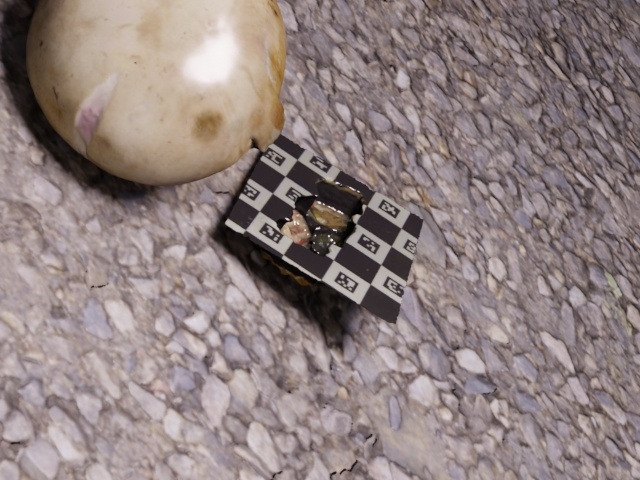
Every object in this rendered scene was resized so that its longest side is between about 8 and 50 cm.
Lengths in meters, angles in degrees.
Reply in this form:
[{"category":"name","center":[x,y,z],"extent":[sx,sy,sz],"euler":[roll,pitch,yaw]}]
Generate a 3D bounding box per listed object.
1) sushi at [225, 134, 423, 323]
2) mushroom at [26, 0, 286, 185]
[{"category":"sushi","center":[0.000,0.000,1.720],"extent":[0.192,0.050,0.215],"euler":[31,31,-5]},{"category":"mushroom","center":[-0.146,-0.163,1.560],"extent":[0.255,0.184,0.254],"euler":[8,66,-18]}]
